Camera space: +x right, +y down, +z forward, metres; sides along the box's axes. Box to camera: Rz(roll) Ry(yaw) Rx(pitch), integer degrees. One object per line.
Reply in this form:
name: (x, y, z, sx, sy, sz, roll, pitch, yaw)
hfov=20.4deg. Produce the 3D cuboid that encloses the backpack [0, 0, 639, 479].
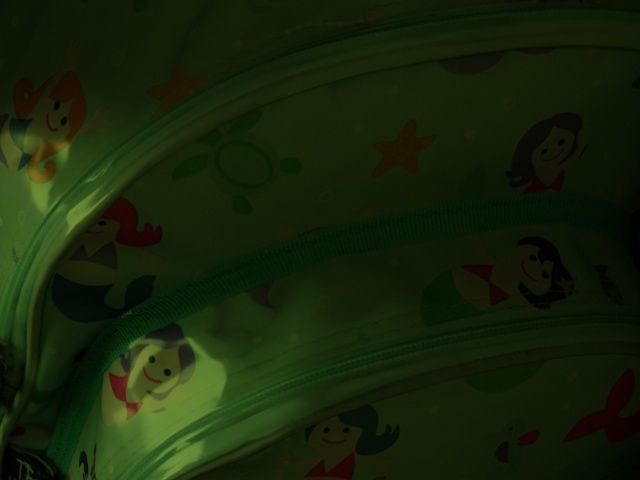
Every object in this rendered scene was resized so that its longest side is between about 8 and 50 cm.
backpack: (0.000, 0.000, 0.529, 0.253, 0.225, 0.191, 106, 149, -48)
